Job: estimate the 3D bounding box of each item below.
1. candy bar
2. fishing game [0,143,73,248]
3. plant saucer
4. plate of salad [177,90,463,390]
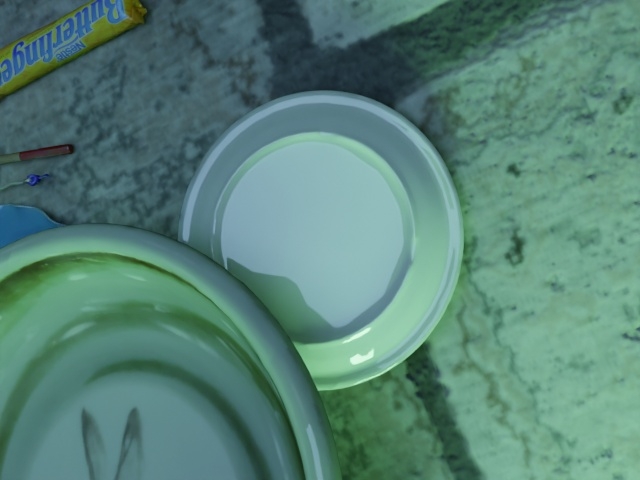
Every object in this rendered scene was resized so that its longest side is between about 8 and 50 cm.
[{"bbox_3d":[-0.194,-0.147,1.154,0.161,0.018,0.040,-23,81,26],"label":"candy bar"},{"bbox_3d":[-0.240,0.063,1.168,0.189,0.041,0.264,-6,88,24],"label":"fishing game"},{"bbox_3d":[-0.138,0.191,1.045,0.400,0.100,0.400,-4,82,32],"label":"plant saucer"},{"bbox_3d":[0.000,0.000,1.043,0.200,0.048,0.200,-1,85,17],"label":"plate of salad"}]
